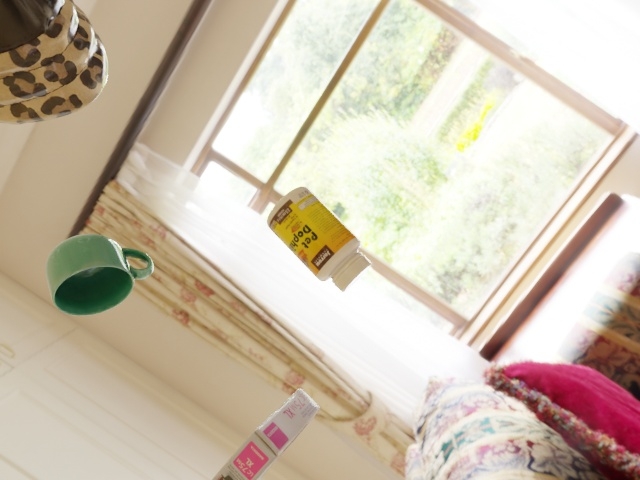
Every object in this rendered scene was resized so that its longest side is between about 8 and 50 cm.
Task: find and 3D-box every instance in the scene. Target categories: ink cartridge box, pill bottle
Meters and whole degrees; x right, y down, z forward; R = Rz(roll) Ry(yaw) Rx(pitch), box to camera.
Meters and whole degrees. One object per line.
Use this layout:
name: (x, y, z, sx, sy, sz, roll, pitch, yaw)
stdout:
ink cartridge box: (-0.139, 0.406, 0.918, 0.311, 0.065, 0.186, -50, -12, 18)
pill bottle: (0.000, 0.000, 1.075, 0.117, 0.215, 0.117, -43, -11, -11)

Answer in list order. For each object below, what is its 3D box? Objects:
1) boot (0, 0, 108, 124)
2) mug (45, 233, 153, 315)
boot: (-0.326, -0.231, 0.339, 0.138, 0.377, 0.284, -60, -26, -24)
mug: (-0.390, 0.054, 0.922, 0.129, 0.097, 0.157, -47, -34, 20)
